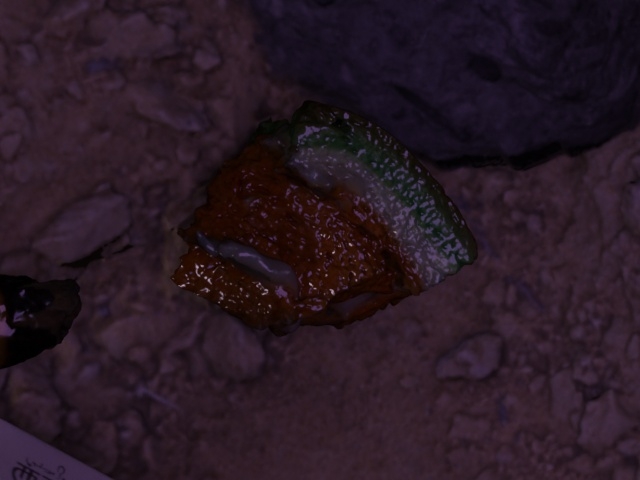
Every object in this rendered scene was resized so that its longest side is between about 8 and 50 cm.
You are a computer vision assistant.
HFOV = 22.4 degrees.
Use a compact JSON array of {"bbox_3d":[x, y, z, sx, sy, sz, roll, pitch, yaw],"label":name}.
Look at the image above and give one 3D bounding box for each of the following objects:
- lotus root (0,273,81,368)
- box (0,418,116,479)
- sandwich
[{"bbox_3d":[-0.301,0.045,0.988,0.310,0.183,0.183,8,88,-22],"label":"lotus root"},{"bbox_3d":[-0.167,0.256,1.030,0.260,0.111,0.194,31,52,-15],"label":"box"},{"bbox_3d":[0.008,0.004,1.125,0.185,0.109,0.160,37,77,-16],"label":"sandwich"}]
